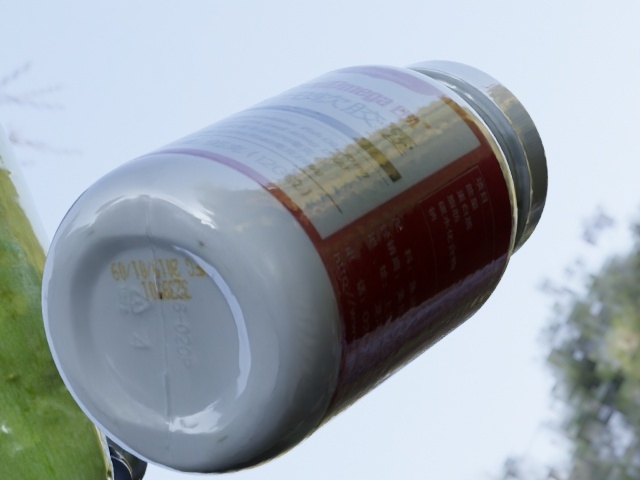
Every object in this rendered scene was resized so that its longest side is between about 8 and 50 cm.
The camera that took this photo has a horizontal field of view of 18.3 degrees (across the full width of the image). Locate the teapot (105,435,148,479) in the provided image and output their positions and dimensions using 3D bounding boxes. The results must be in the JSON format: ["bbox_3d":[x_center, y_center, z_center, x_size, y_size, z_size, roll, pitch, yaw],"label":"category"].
[{"bbox_3d":[-0.160,0.174,1.440,0.057,0.066,0.088,-105,28,-71],"label":"teapot"}]

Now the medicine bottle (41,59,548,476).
[{"bbox_3d":[0.000,0.000,0.850,0.250,0.131,0.131,-31,-38,-55],"label":"medicine bottle"}]

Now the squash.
[{"bbox_3d":[-0.199,0.026,1.087,0.118,0.370,0.118,-19,-32,-13],"label":"squash"}]
